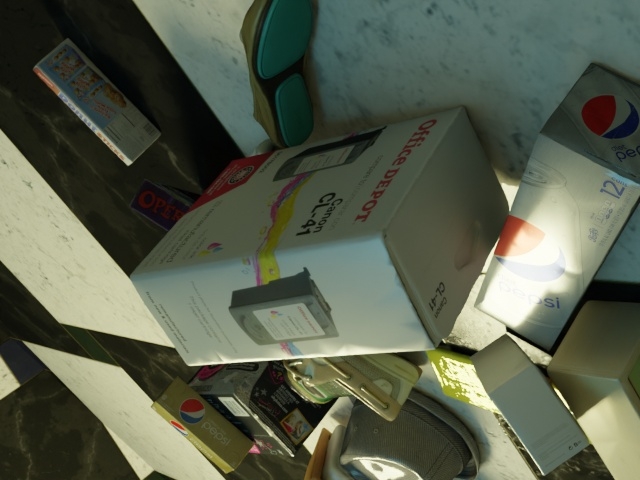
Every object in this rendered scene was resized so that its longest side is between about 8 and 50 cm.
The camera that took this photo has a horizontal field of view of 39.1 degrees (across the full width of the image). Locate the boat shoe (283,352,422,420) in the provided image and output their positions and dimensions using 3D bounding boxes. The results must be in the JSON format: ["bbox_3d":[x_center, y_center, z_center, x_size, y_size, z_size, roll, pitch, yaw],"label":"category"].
[{"bbox_3d":[0.000,0.158,1.248,0.302,0.098,0.109,29,174,-21],"label":"boat shoe"}]

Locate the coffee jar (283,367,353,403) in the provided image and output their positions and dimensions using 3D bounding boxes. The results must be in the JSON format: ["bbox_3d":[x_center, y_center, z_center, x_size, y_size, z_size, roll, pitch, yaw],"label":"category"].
[{"bbox_3d":[0.015,0.201,1.406,0.096,0.079,0.184,42,152,-11],"label":"coffee jar"}]

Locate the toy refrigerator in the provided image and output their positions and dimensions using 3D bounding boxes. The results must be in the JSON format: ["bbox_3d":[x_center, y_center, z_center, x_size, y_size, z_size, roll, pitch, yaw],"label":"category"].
[{"bbox_3d":[0.354,0.194,0.956,0.094,0.102,0.269,0,133,51],"label":"toy refrigerator"}]

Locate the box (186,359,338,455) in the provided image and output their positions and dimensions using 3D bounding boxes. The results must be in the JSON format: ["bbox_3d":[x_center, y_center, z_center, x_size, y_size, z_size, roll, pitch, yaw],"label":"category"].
[{"bbox_3d":[-0.115,0.273,1.607,0.163,0.142,0.247,49,151,-14],"label":"box"}]

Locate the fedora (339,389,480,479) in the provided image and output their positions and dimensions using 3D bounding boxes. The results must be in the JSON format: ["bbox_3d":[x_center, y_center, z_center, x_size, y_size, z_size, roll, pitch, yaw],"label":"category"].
[{"bbox_3d":[0.118,0.335,1.432,0.275,0.124,0.244,0,133,51],"label":"fedora"}]

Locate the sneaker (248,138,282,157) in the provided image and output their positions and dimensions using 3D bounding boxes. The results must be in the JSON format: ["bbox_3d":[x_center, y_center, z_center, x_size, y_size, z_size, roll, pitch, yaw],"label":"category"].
[{"bbox_3d":[-0.003,-0.032,1.075,0.232,0.090,0.115,35,145,0],"label":"sneaker"}]

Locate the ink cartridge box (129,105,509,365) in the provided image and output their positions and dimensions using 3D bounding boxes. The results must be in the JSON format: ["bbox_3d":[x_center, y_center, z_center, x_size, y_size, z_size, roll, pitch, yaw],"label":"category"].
[{"bbox_3d":[0.000,0.000,0.889,0.306,0.226,0.131,-11,120,37],"label":"ink cartridge box"}]

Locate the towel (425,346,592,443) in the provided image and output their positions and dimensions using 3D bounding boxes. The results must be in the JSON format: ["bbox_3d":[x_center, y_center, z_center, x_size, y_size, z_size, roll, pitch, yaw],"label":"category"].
[{"bbox_3d":[0.247,0.195,1.182,0.237,0.021,0.102,11,136,44],"label":"towel"}]

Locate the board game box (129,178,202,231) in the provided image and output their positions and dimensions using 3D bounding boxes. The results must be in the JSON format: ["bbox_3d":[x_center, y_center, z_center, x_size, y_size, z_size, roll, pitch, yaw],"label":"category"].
[{"bbox_3d":[-0.063,0.034,1.179,0.346,0.056,0.208,32,180,13],"label":"board game box"}]

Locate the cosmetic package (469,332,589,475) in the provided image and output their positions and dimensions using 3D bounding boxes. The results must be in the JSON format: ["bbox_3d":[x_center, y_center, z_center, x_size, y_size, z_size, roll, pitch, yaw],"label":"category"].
[{"bbox_3d":[0.221,0.168,0.984,0.099,0.060,0.239,53,-175,2],"label":"cosmetic package"}]

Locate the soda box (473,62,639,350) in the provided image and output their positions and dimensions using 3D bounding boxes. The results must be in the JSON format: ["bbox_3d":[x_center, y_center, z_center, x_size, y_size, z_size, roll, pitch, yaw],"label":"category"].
[{"bbox_3d":[0.221,-0.017,0.809,0.091,0.098,0.286,31,152,16],"label":"soda box"}]

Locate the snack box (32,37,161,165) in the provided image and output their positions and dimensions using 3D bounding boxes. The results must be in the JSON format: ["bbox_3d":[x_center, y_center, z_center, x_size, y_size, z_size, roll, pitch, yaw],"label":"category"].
[{"bbox_3d":[-0.302,-0.188,1.227,0.178,0.064,0.022,46,152,-13],"label":"snack box"}]

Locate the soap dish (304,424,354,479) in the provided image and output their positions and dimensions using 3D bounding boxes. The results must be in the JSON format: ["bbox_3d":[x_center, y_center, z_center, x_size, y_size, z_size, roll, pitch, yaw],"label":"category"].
[{"bbox_3d":[0.091,0.475,1.580,0.291,0.118,0.229,39,-169,-2],"label":"soap dish"}]

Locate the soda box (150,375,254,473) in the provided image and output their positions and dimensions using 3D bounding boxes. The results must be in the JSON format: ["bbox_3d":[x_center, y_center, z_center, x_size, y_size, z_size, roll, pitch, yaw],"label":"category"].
[{"bbox_3d":[-0.205,0.322,1.569,0.181,0.061,0.058,41,151,-1],"label":"soda box"}]

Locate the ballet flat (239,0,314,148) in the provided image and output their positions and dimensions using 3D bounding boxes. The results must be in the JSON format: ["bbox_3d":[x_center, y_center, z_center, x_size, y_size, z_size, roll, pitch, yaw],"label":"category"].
[{"bbox_3d":[-0.053,-0.184,0.919,0.073,0.080,0.232,42,155,26],"label":"ballet flat"}]
